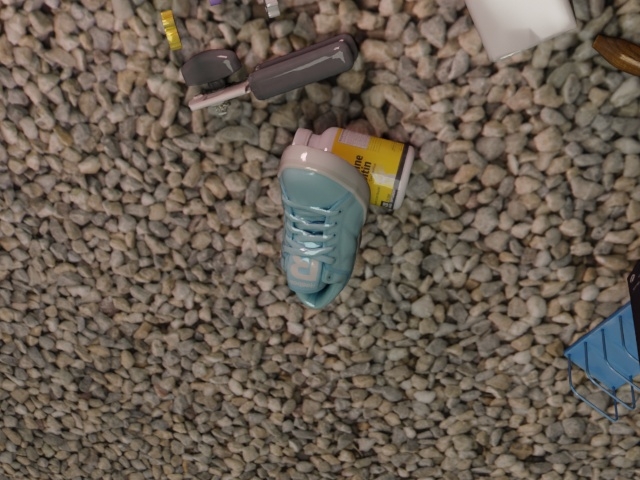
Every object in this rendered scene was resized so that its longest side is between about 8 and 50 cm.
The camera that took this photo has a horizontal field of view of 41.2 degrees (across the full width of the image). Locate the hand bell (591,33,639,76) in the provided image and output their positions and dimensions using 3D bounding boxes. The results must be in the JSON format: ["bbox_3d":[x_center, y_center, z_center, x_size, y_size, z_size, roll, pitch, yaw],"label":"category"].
[{"bbox_3d":[0.481,-0.215,1.157,0.242,0.126,0.126,29,126,9],"label":"hand bell"}]

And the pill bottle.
[{"bbox_3d":[0.047,-0.116,1.313,0.184,0.103,0.103,14,125,4],"label":"pill bottle"}]

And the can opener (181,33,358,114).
[{"bbox_3d":[-0.083,-0.255,1.271,0.280,0.074,0.093,-11,119,20],"label":"can opener"}]

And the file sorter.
[{"bbox_3d":[0.508,0.202,1.409,0.118,0.104,0.170,36,124,-10],"label":"file sorter"}]

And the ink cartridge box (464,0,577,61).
[{"bbox_3d":[0.210,-0.386,1.035,0.114,0.198,0.273,-19,117,23],"label":"ink cartridge box"}]

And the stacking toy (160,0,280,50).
[{"bbox_3d":[-0.162,-0.391,1.178,0.166,0.052,0.221,-17,119,-3],"label":"stacking toy"}]

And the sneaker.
[{"bbox_3d":[0.000,0.000,1.280,0.135,0.150,0.366,9,155,13],"label":"sneaker"}]

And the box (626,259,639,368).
[{"bbox_3d":[0.624,0.142,1.225,0.296,0.294,0.183,25,125,-2],"label":"box"}]
